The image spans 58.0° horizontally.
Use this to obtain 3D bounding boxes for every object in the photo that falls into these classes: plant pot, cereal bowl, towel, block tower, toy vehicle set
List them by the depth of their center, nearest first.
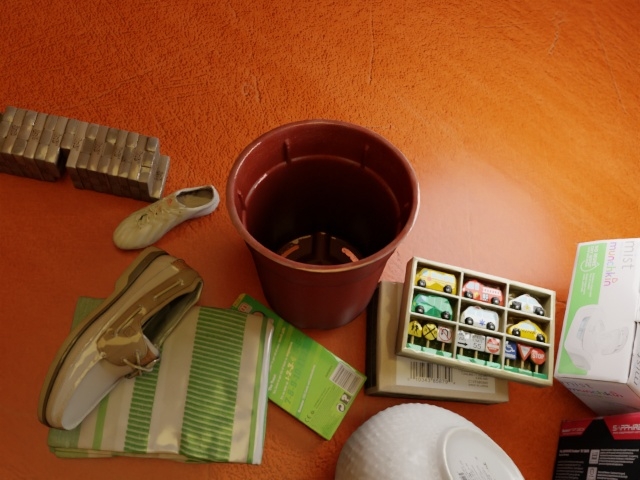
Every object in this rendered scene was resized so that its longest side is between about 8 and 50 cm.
[{"bbox_3d":[0.194,0.372,0.817,0.339,0.141,0.339,28,31,-18],"label":"cereal bowl"},{"bbox_3d":[-0.242,0.220,0.909,0.325,0.038,0.248,4,68,0],"label":"towel"},{"bbox_3d":[0.000,0.000,0.916,0.272,0.265,0.272,1,56,-1],"label":"plant pot"},{"bbox_3d":[0.264,0.138,0.972,0.267,0.035,0.166,14,67,-8],"label":"toy vehicle set"},{"bbox_3d":[-0.437,-0.151,0.995,0.335,0.097,0.091,11,69,-9],"label":"block tower"}]

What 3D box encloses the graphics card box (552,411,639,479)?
[{"bbox_3d":[0.439,0.461,0.880,0.094,0.233,0.371,23,66,-3],"label":"graphics card box"}]

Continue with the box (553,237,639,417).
[{"bbox_3d":[0.538,0.166,1.011,0.231,0.127,0.262,36,63,-33],"label":"box"}]

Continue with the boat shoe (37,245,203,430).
[{"bbox_3d":[-0.289,0.149,0.856,0.103,0.113,0.302,24,68,14],"label":"boat shoe"}]

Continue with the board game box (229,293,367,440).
[{"bbox_3d":[-0.062,0.209,0.973,0.259,0.039,0.124,35,67,1],"label":"board game box"}]

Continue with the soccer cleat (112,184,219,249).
[{"bbox_3d":[-0.268,-0.047,1.001,0.196,0.076,0.068,-27,78,-19],"label":"soccer cleat"}]

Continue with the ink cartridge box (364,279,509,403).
[{"bbox_3d":[0.201,0.180,1.011,0.234,0.088,0.193,6,70,-9],"label":"ink cartridge box"}]
